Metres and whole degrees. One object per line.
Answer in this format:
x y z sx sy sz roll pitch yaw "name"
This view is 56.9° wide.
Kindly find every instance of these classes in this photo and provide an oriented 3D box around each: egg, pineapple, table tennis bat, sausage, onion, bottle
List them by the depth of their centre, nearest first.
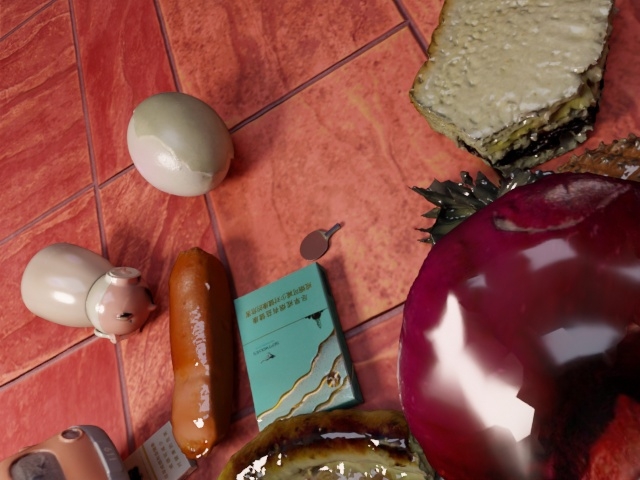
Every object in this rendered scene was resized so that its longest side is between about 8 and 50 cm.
0.246 0.154 0.536 0.398 0.420 0.398 7 113 16 "onion"
0.285 -0.035 0.790 0.364 0.165 0.166 -9 64 32 "pineapple"
-0.192 0.173 0.959 0.097 0.094 0.348 -25 60 31 "sausage"
0.000 0.000 0.988 0.083 0.007 0.050 -39 56 9 "table tennis bat"
-0.409 0.098 1.077 0.236 0.147 0.148 15 75 24 "bottle"
-0.253 -0.171 1.085 0.183 0.183 0.217 -47 46 1 "egg"

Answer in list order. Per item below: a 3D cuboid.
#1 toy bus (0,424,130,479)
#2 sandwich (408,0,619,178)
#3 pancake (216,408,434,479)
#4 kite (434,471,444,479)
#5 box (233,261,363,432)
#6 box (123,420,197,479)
-0.411 0.418 0.858 0.194 0.232 0.288 47 118 37 "toy bus"
0.289 -0.256 0.884 0.262 0.131 0.325 10 70 29 "sandwich"
-0.030 0.391 0.774 0.426 0.067 0.305 -20 66 16 "pancake"
0.121 0.397 0.747 0.323 0.013 0.268 15 77 29 "kite"
-0.041 0.166 0.914 0.162 0.041 0.229 -26 58 15 "box"
-0.281 0.380 0.951 0.167 0.024 0.090 -42 57 5 "box"
